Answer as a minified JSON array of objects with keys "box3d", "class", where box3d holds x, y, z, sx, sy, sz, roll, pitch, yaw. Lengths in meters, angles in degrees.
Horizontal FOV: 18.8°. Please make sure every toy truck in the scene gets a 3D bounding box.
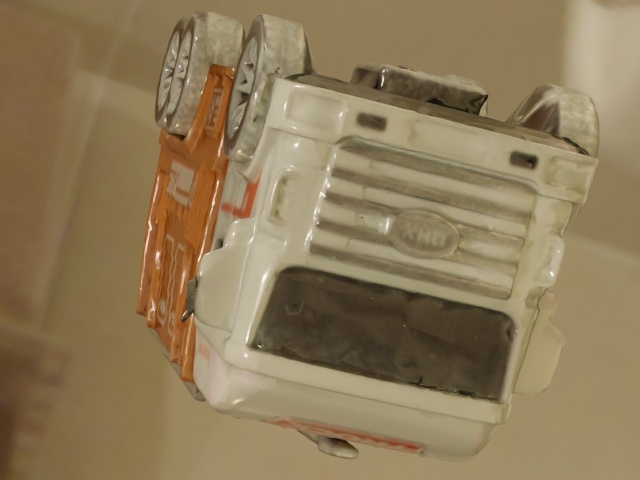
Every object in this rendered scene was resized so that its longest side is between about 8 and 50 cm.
[{"box3d":[0.000,0.000,1.003,0.387,0.173,0.207,-150,73,-78],"class":"toy truck"}]
